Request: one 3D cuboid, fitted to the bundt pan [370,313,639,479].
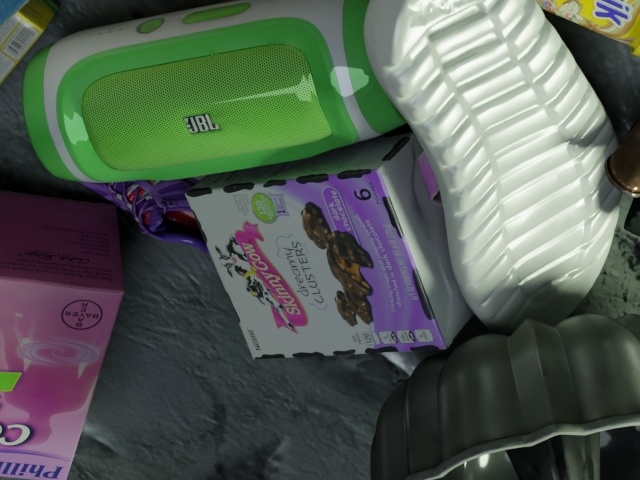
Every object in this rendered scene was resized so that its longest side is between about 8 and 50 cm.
[{"bbox_3d":[0.191,0.160,1.600,0.330,0.124,0.331,-7,153,-4],"label":"bundt pan"}]

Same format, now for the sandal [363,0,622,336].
[{"bbox_3d":[0.130,-0.086,1.491,0.169,0.102,0.416,-38,137,-12],"label":"sandal"}]

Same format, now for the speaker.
[{"bbox_3d":[-0.079,-0.122,1.528,0.296,0.131,0.131,-9,122,20],"label":"speaker"}]

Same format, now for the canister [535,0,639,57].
[{"bbox_3d":[0.197,-0.217,1.423,0.170,0.073,0.126,23,127,-1],"label":"canister"}]

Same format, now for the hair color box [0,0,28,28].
[{"bbox_3d":[-0.211,-0.252,1.404,0.347,0.174,0.105,-40,108,23],"label":"hair color box"}]

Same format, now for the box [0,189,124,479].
[{"bbox_3d":[-0.303,0.081,1.695,0.213,0.117,0.243,8,130,-17],"label":"box"}]

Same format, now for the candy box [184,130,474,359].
[{"bbox_3d":[0.009,0.008,1.579,0.196,0.070,0.165,-6,116,36],"label":"candy box"}]

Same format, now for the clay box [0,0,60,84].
[{"bbox_3d":[-0.338,-0.207,1.577,0.222,0.053,0.127,38,123,-12],"label":"clay box"}]

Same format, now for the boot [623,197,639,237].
[{"bbox_3d":[0.370,-0.050,1.482,0.207,0.094,0.246,24,134,1],"label":"boot"}]

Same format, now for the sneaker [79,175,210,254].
[{"bbox_3d":[-0.147,-0.043,1.636,0.170,0.071,0.068,24,127,-2],"label":"sneaker"}]

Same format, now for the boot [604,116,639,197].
[{"bbox_3d":[0.260,-0.098,1.469,0.037,0.106,0.114,28,126,-2],"label":"boot"}]
